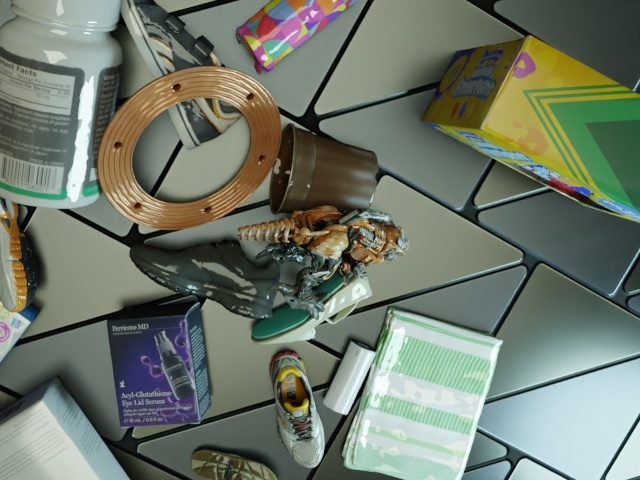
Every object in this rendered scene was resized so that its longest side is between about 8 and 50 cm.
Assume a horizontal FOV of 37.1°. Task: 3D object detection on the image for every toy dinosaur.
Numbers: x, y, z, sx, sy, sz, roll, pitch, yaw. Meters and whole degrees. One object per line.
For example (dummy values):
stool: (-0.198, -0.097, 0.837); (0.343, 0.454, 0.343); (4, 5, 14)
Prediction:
toy dinosaur: (0.000, 0.000, 1.677); (0.322, 0.164, 0.218); (25, 132, -21)

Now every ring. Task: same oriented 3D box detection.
ring: (-0.226, -0.159, 1.661); (0.336, 0.032, 0.336); (-18, 135, -19)

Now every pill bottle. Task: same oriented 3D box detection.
pill bottle: (-0.441, -0.252, 1.589); (0.204, 0.204, 0.361); (11, 110, -7)

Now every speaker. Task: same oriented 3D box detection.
speaker: (0.055, 0.262, 1.821); (0.055, 0.055, 0.136); (23, 95, -8)

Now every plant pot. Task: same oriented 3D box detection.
plant pot: (0.007, -0.115, 1.721); (0.165, 0.167, 0.167); (9, 97, -16)

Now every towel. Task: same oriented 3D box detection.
towel: (0.199, 0.312, 1.852); (0.248, 0.038, 0.325); (15, 96, -8)

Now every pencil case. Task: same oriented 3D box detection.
pencil case: (-0.042, -0.403, 1.703); (0.236, 0.104, 0.104); (-38, 100, 2)

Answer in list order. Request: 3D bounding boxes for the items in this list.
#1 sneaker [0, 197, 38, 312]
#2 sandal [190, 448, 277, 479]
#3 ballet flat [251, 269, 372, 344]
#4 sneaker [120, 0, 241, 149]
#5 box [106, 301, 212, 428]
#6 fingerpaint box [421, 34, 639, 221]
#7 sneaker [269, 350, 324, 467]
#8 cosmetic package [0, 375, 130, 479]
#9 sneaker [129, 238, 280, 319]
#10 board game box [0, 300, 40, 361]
sneaker: (-0.590, 0.009, 1.692); (0.121, 0.099, 0.262); (-18, 81, 6)
sandal: (-0.161, 0.446, 1.832); (0.180, 0.049, 0.072); (19, 90, 7)
ballet flat: (-0.011, 0.140, 1.791); (0.248, 0.086, 0.086); (-33, 100, -2)
sneaker: (-0.247, -0.328, 1.677); (0.127, 0.126, 0.321); (-24, 110, 3)
box: (-0.292, 0.225, 1.742); (0.153, 0.108, 0.207); (-6, 99, 7)
fingerpaint box: (0.402, -0.177, 1.600); (0.371, 0.445, 0.163); (26, 95, -9)
sneaker: (-0.048, 0.328, 1.801); (0.088, 0.093, 0.225); (-17, 100, -3)
cosmetic package: (-0.470, 0.464, 1.745); (0.197, 0.155, 0.365); (-31, 100, 0)
sneaker: (-0.208, 0.049, 1.753); (0.286, 0.109, 0.130); (20, 84, -12)
board game box: (-0.726, 0.166, 1.713); (0.302, 0.086, 0.308); (37, 93, -10)
